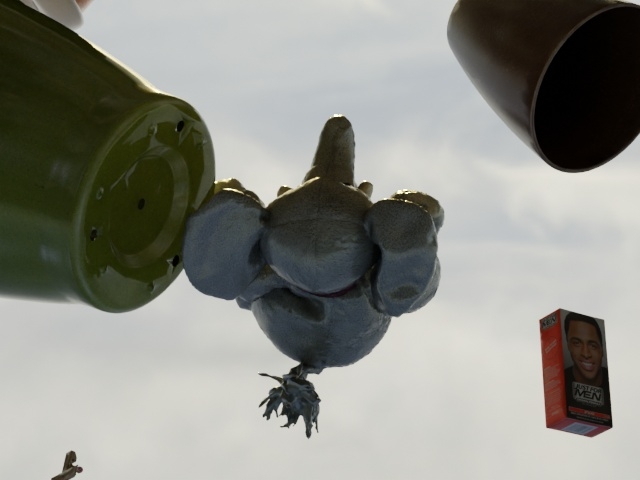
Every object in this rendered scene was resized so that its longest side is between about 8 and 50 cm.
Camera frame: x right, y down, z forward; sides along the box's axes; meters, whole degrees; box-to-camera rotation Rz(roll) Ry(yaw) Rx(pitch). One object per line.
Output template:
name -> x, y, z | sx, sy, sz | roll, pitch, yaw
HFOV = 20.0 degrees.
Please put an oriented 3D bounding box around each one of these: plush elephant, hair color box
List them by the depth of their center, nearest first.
plush elephant -> 0.000, 0.000, 1.864 | 0.272, 0.255, 0.330 | 9, -131, -1
hair color box -> 0.304, 0.158, 2.157 | 0.072, 0.043, 0.141 | 14, -120, -28

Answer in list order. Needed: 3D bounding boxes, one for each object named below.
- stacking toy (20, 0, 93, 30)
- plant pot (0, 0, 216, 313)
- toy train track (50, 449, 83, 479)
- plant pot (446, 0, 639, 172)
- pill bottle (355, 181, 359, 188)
stacking toy -> -0.286, -0.548, 2.448 | 0.480, 0.350, 0.350 | -40, -145, -7
plant pot -> -0.318, -0.081, 1.961 | 0.353, 0.366, 0.366 | 20, -143, 29
toy train track -> -0.224, 0.225, 1.585 | 0.048, 0.014, 0.083 | -30, -139, 48
plant pot -> 0.264, -0.226, 2.198 | 0.215, 0.215, 0.230 | -22, -141, -28
pill bottle -> 0.016, -0.015, 2.383 | 0.103, 0.103, 0.184 | -3, -152, 6
